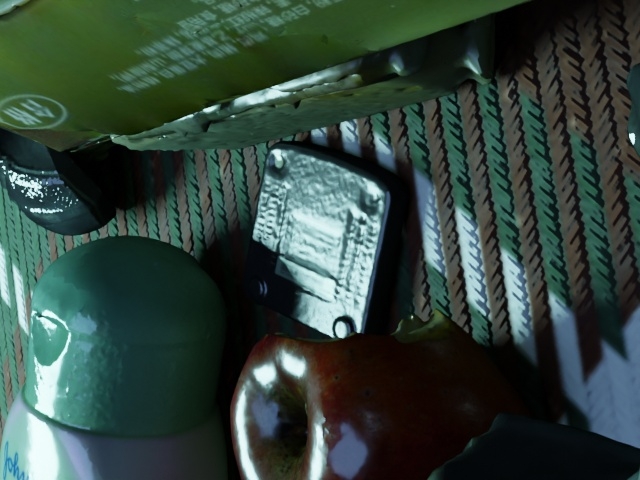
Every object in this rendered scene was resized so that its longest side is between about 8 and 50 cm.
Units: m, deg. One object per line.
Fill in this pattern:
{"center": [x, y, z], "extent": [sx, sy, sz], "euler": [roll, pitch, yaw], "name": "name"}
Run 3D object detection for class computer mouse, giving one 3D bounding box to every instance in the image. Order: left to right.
{"center": [-0.238, -0.053, 0.927], "extent": [0.062, 0.106, 0.192], "euler": [-46, 39, -10], "name": "computer mouse"}

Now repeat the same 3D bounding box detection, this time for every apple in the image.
{"center": [0.043, 0.115, 0.615], "extent": [0.156, 0.158, 0.147], "euler": [-58, 41, 32], "name": "apple"}

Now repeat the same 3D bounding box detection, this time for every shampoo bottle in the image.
{"center": [-0.157, 0.168, 0.830], "extent": [0.222, 0.151, 0.349], "euler": [23, 108, 45], "name": "shampoo bottle"}

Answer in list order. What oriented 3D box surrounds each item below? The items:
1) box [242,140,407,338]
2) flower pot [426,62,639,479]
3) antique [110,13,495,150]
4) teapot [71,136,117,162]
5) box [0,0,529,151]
{"center": [0.000, 0.000, 0.742], "extent": [0.126, 0.027, 0.125], "euler": [22, 109, 42], "name": "box"}
{"center": [0.207, 0.089, 0.356], "extent": [0.283, 0.299, 0.299], "euler": [20, 107, 35], "name": "flower pot"}
{"center": [-0.021, -0.133, 0.682], "extent": [0.284, 0.125, 0.150], "euler": [4, 97, 46], "name": "antique"}
{"center": [-0.191, -0.115, 0.905], "extent": [0.092, 0.124, 0.091], "euler": [-26, 91, 2], "name": "teapot"}
{"center": [-0.024, -0.270, 0.545], "extent": [0.420, 0.138, 0.373], "euler": [-12, 63, 38], "name": "box"}
